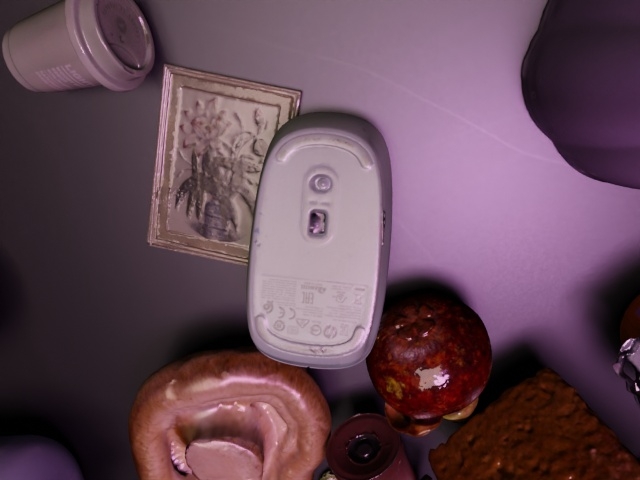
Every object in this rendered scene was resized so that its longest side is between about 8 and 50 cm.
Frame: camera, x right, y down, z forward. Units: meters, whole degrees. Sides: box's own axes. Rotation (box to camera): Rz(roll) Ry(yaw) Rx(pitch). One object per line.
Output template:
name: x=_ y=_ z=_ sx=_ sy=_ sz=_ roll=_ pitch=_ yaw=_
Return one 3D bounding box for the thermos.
thermos: x=0.086 y=0.334 z=0.737 sx=0.124 sy=0.099 sz=0.232 roll=14 pitch=138 yaw=43

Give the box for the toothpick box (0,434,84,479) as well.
toothpick box: x=-0.492 y=0.388 z=0.757 sx=0.354 sy=0.263 sz=0.263 roll=-7 pitch=106 yaw=8

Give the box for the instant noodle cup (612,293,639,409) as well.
instant noodle cup: x=0.418 y=0.120 z=0.622 sx=0.208 sy=0.125 sz=0.178 roll=19 pitch=108 yaw=2

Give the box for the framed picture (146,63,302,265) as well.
framed picture: x=-0.124 y=-0.085 z=0.691 sx=0.173 sy=0.010 sz=0.231 roll=11 pitch=108 yaw=4

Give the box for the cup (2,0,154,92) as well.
cup: x=-0.270 y=-0.214 z=0.624 sx=0.141 sy=0.120 sz=0.120 roll=-10 pitch=106 yaw=22

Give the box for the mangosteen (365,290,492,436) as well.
mangosteen: x=0.130 y=0.146 z=0.677 sx=0.155 sy=0.181 sz=0.146 roll=-30 pitch=57 yaw=1

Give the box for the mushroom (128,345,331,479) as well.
mushroom: x=-0.111 y=0.256 z=0.726 sx=0.278 sy=0.146 sz=0.278 roll=-1 pitch=108 yaw=-3

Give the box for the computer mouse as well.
computer mouse: x=0.001 y=-0.001 z=0.645 sx=0.159 sy=0.097 sz=0.289 roll=5 pitch=96 yaw=5

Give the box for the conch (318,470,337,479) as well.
conch: x=0.015 y=0.391 z=0.798 sx=0.089 sy=0.074 sz=0.121 roll=14 pitch=87 yaw=-12

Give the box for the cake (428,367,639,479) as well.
cake: x=0.292 y=0.320 z=0.634 sx=0.196 sy=0.199 sz=0.293 roll=-41 pitch=118 yaw=4

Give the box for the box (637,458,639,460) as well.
box: x=0.506 y=0.355 z=0.733 sx=0.121 sy=0.030 sz=0.193 roll=-23 pitch=103 yaw=13

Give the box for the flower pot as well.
flower pot: x=0.338 y=-0.162 z=0.490 sx=0.265 sy=0.243 sz=0.265 roll=2 pitch=104 yaw=7
